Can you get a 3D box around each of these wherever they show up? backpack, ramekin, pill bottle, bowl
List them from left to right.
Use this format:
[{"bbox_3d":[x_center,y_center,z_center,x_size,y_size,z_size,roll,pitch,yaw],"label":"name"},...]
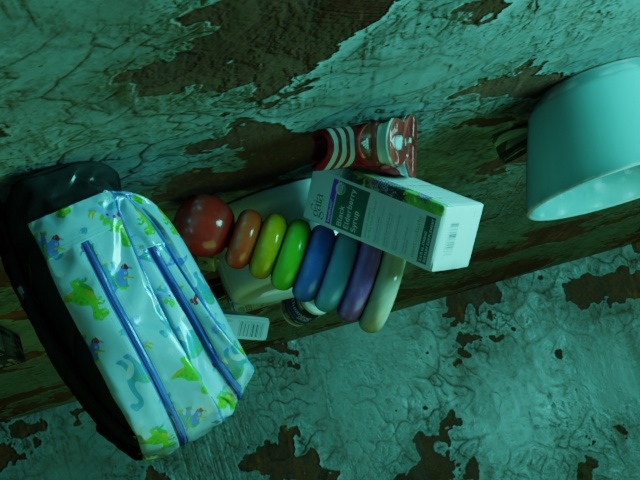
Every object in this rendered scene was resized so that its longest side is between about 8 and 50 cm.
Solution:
[{"bbox_3d":[-0.245,0.098,1.637,0.273,0.355,0.290,-14,169,-19],"label":"backpack"},{"bbox_3d":[-0.040,0.004,2.064,0.277,0.135,0.277,-16,169,-3],"label":"ramekin"},{"bbox_3d":[-0.017,0.107,2.339,0.067,0.067,0.120,-10,166,-33],"label":"pill bottle"},{"bbox_3d":[0.420,-0.153,1.868,0.311,0.163,0.311,-15,169,-3],"label":"bowl"}]

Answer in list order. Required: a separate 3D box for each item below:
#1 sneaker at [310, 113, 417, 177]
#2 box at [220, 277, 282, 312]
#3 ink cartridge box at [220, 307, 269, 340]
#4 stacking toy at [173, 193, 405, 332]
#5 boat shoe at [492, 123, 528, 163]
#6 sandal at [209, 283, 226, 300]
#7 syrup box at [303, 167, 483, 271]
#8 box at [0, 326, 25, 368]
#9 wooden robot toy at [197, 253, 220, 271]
[{"bbox_3d":[0.057,-0.129,1.752,0.128,0.087,0.221,1,176,13],"label":"sneaker"},{"bbox_3d":[-0.041,0.050,2.428,0.290,0.087,0.169,-15,169,-5],"label":"box"},{"bbox_3d":[-0.245,0.132,2.317,0.224,0.045,0.223,12,-178,42],"label":"ink cartridge box"},{"bbox_3d":[-0.051,0.019,1.874,0.330,0.141,0.141,19,166,-2],"label":"stacking toy"},{"bbox_3d":[0.345,-0.160,2.027,0.152,0.049,0.056,-19,169,13],"label":"boat shoe"},{"bbox_3d":[-0.263,0.115,2.565,0.254,0.054,0.097,-23,179,-16],"label":"sandal"},{"bbox_3d":[0.096,-0.041,1.806,0.237,0.093,0.096,24,-162,36],"label":"syrup box"},{"bbox_3d":[-0.661,0.213,2.420,0.183,0.056,0.231,-16,169,-4],"label":"box"},{"bbox_3d":[-0.229,0.006,2.026,0.173,0.076,0.079,-3,-145,26],"label":"wooden robot toy"}]
